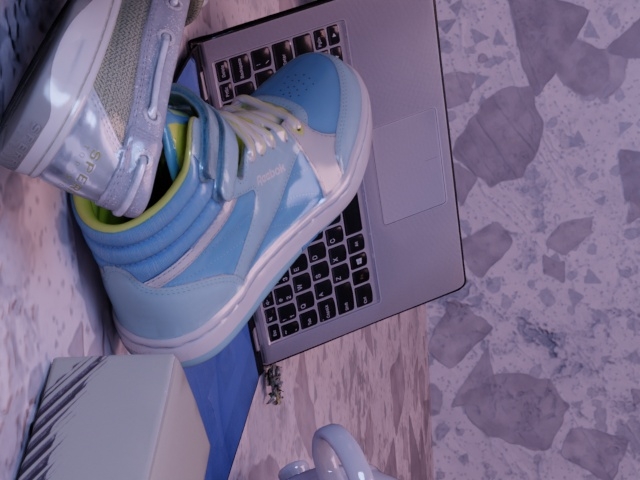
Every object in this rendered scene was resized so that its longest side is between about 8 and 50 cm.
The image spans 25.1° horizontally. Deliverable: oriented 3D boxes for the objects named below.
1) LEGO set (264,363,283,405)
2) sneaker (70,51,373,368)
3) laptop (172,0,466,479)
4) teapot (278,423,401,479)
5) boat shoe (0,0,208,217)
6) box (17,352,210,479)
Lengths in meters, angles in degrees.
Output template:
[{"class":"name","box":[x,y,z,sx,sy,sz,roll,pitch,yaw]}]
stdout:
[{"class":"LEGO set","box":[-0.048,0.155,1.594,0.083,0.023,0.054,33,55,-76]},{"class":"sneaker","box":[-0.069,-0.076,1.107,0.319,0.127,0.208,-59,148,-30]},{"class":"laptop","box":[0.000,0.000,1.377,0.236,0.408,0.381,45,-30,53]},{"class":"teapot","box":[0.010,0.299,1.407,0.252,0.256,0.187,16,44,-58]},{"class":"boat shoe","box":[-0.123,-0.145,0.983,0.118,0.103,0.320,-46,-161,39]},{"class":"box","box":[-0.146,0.210,0.922,0.275,0.094,0.113,-82,165,-45]}]
